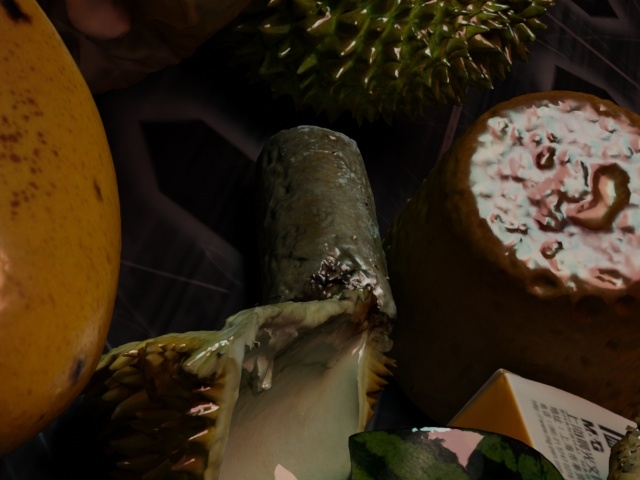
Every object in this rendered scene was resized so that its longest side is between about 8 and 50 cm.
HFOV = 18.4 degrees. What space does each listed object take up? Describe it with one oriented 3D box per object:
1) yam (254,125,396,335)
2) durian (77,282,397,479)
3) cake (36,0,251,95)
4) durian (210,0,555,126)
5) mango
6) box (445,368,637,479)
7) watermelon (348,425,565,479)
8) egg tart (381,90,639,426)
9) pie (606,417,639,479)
[{"bbox_3d":[0.000,0.000,1.161,0.078,0.078,0.179,29,30,-23],"label":"yam"},{"bbox_3d":[-0.034,0.082,0.922,0.144,0.139,0.252,56,22,18],"label":"durian"},{"bbox_3d":[-0.121,-0.256,1.055,0.307,0.293,0.314,46,-6,-10],"label":"cake"},{"bbox_3d":[0.031,-0.206,1.378,0.291,0.224,0.291,8,72,-25],"label":"durian"},{"bbox_3d":[-0.178,-0.022,0.874,0.191,0.160,0.290,22,35,-49],"label":"mango"},{"bbox_3d":[0.183,0.216,1.063,0.220,0.091,0.274,26,31,-29],"label":"box"},{"bbox_3d":[0.064,0.148,0.987,0.135,0.094,0.125,-10,89,-28],"label":"watermelon"},{"bbox_3d":[0.138,0.013,1.162,0.202,0.147,0.203,6,58,-9],"label":"egg tart"},{"bbox_3d":[0.244,0.214,0.952,0.308,0.085,0.308,31,32,-22],"label":"pie"}]
